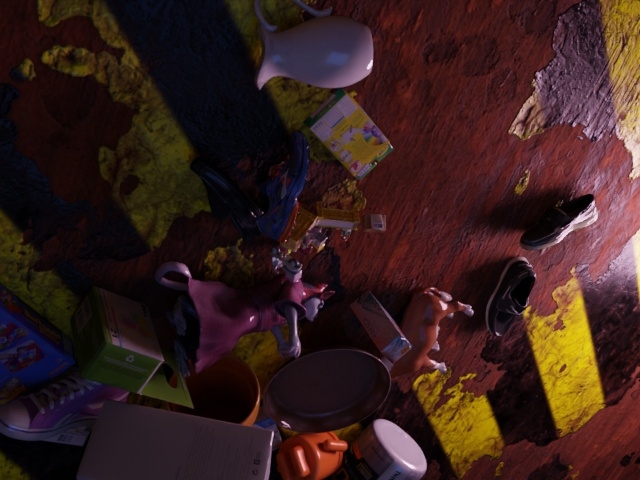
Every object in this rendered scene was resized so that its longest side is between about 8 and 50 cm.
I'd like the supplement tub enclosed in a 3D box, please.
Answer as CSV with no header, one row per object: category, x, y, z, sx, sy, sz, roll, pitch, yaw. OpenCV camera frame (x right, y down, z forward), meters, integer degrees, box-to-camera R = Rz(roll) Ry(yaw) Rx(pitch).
supplement tub,0.120,0.654,1.977,0.193,0.194,0.316,28,107,-35

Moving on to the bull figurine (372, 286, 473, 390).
bull figurine,0.243,0.250,1.821,0.188,0.101,0.311,5,122,-31

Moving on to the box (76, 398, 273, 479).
box,-0.280,0.468,1.470,0.345,0.168,0.215,11,141,1

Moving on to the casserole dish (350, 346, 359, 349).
casserole dish,0.027,0.327,1.818,0.188,0.037,0.114,-9,125,-19

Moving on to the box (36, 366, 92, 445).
box,-0.547,0.357,1.587,0.145,0.038,0.186,19,113,-32

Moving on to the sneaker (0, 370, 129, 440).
sneaker,-0.500,0.295,1.458,0.282,0.102,0.161,0,122,-53

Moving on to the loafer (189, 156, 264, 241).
loafer,-0.184,-0.075,1.431,0.078,0.076,0.223,-44,132,-1

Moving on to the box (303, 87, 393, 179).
box,0.061,-0.209,1.471,0.105,0.043,0.179,-42,126,7

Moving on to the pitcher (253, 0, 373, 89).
pitcher,-0.016,-0.359,1.299,0.207,0.125,0.178,-4,108,-8

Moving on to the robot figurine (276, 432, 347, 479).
robot figurine,-0.022,0.547,1.858,0.219,0.128,0.158,5,113,-61

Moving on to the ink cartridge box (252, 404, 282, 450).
ink cartridge box,-0.151,0.477,1.830,0.088,0.052,0.123,-21,129,-9

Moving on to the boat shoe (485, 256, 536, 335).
boat shoe,0.487,0.158,1.879,0.083,0.079,0.233,-2,124,-24

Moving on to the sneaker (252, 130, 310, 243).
sneaker,-0.074,-0.109,1.420,0.087,0.083,0.221,14,84,-7

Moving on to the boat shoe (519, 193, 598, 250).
boat shoe,0.576,-0.050,1.782,0.223,0.080,0.074,-24,123,-13

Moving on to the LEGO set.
LEGO set,0.000,0.000,1.548,0.287,0.132,0.107,-25,150,-36

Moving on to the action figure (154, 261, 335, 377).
action figure,-0.147,0.143,1.569,0.370,0.276,0.248,-21,172,-27

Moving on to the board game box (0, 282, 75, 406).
board game box,-0.695,0.254,1.428,0.347,0.078,0.233,-35,129,2

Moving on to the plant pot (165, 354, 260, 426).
plant pot,-0.237,0.389,1.656,0.205,0.205,0.188,-14,141,-15

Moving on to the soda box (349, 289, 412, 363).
soda box,0.137,0.195,1.682,0.063,0.183,0.058,-41,128,4

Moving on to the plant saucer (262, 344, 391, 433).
plant saucer,0.013,0.350,1.759,0.310,0.050,0.311,-7,131,-9

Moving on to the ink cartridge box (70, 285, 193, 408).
ink cartridge box,-0.359,0.217,1.481,0.255,0.189,0.097,26,107,-36
